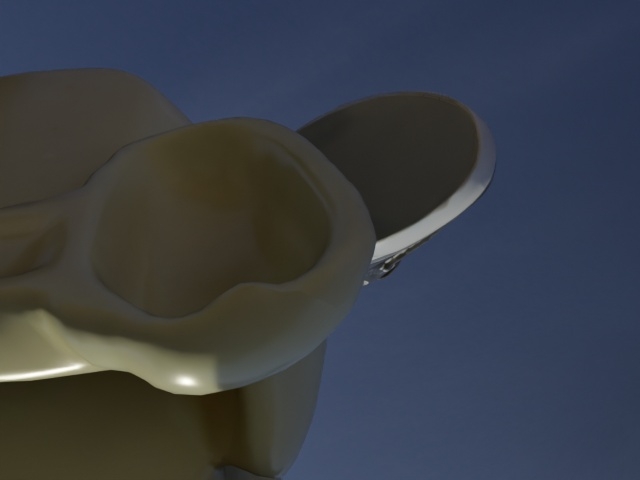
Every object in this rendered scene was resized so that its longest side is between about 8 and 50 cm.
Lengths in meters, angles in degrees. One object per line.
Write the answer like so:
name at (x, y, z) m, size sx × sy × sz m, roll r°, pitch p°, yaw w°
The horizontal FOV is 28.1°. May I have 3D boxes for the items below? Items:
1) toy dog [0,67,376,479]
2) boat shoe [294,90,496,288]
toy dog at (-0.120, 0.158, 0.532) m, size 0.284 × 0.395 × 0.408 m, roll -11°, pitch -67°, yaw -7°
boat shoe at (0.000, 0.000, 0.637) m, size 0.228 × 0.076 × 0.080 m, roll -28°, pitch -124°, yaw 31°
